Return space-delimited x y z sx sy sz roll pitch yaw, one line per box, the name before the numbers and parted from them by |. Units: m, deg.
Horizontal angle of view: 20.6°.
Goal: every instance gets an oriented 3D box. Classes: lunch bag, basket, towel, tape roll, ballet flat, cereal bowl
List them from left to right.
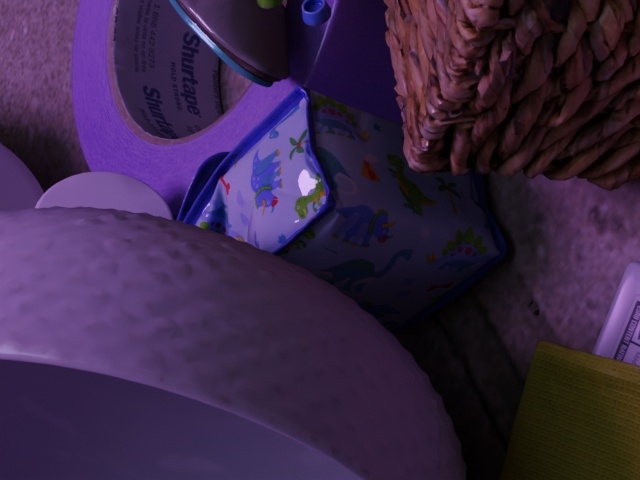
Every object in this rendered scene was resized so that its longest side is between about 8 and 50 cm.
cereal bowl | -0.087 0.091 0.881 0.339 0.339 0.141 -27 39 44
ballet flat | -0.064 -0.164 0.979 0.068 0.072 0.213 -53 43 13
tape roll | -0.041 -0.139 1.069 0.274 0.090 0.275 -19 65 47
lunch bag | 0.000 0.000 0.942 0.151 0.128 0.096 -43 46 37
towel | 0.102 0.168 0.808 0.102 0.021 0.237 14 89 51
basket | 0.146 -0.181 0.850 0.213 0.223 0.299 106 160 -65

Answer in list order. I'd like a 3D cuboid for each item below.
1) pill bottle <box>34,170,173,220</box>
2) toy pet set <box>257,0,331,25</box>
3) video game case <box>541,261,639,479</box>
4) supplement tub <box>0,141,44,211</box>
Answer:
pill bottle | -0.132 0.052 1.044 0.193 0.108 0.108 101 155 -50
toy pet set | -0.022 -0.186 0.903 0.122 0.065 0.114 24 64 32
video game case | 0.171 0.147 0.771 0.206 0.026 0.227 29 101 51
supplement tub | -0.356 -0.007 1.296 0.324 0.235 0.235 15 91 52
